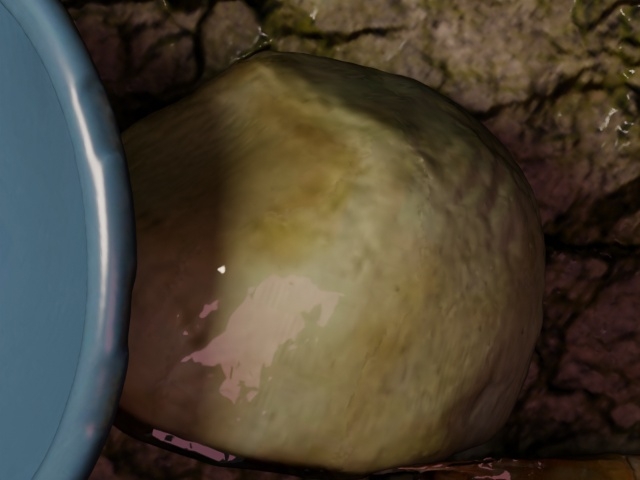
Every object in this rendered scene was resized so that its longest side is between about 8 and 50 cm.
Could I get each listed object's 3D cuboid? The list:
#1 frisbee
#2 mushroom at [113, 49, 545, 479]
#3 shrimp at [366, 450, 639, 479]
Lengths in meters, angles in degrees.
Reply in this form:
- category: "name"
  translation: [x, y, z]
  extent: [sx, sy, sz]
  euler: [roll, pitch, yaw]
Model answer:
- category: "frisbee"
  translation: [-0.169, 0.004, 0.717]
  extent: [0.049, 0.289, 0.289]
  euler: [-2, 115, -47]
- category: "mushroom"
  translation: [-0.001, 0.002, 0.763]
  extent: [0.267, 0.189, 0.164]
  euler: [15, 110, -15]
- category: "shrimp"
  translation: [0.136, 0.177, 0.922]
  extent: [0.249, 0.068, 0.150]
  euler: [21, 110, -22]
